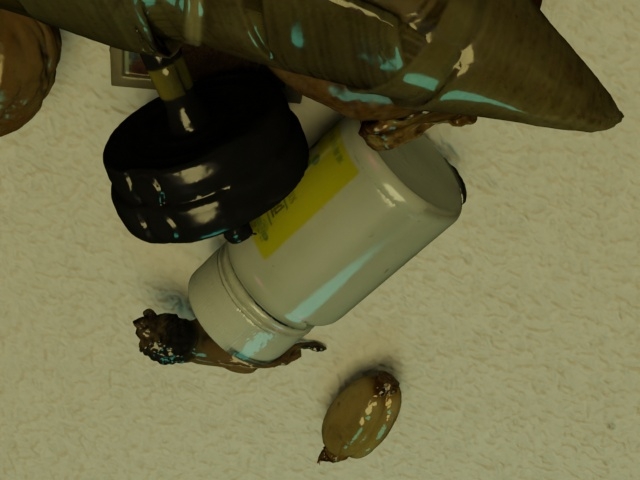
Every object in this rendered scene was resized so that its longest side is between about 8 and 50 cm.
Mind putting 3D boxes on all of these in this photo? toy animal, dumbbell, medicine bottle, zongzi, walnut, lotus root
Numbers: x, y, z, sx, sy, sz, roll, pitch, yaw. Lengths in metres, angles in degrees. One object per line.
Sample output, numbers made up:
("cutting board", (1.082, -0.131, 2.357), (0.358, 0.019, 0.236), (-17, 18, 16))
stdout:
("toy animal", (-0.096, 0.103, 1.255), (0.220, 0.086, 0.069), (5, 129, -21))
("dumbbell", (-0.134, -0.157, 0.988), (0.185, 0.185, 0.388), (-14, 122, 13))
("medicine bottle", (0.000, 0.000, 1.131), (0.143, 0.143, 0.258), (37, 119, -19))
("zongzi", (-0.001, -0.332, 0.799), (0.467, 0.499, 0.218), (15, 161, -12))
("walnut", (-0.313, -0.160, 1.045), (0.155, 0.155, 0.184), (28, 131, -14))
("lotus root", (0.043, 0.197, 1.310), (0.073, 0.062, 0.150), (10, 129, -31))

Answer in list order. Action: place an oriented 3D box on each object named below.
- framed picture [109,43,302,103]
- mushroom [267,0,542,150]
("framed picture", (-0.098, -0.241, 1.050), (0.184, 0.016, 0.249), (6, 124, -1))
("mushroom", (0.064, -0.202, 0.943), (0.195, 0.263, 0.283), (28, 147, 37))
